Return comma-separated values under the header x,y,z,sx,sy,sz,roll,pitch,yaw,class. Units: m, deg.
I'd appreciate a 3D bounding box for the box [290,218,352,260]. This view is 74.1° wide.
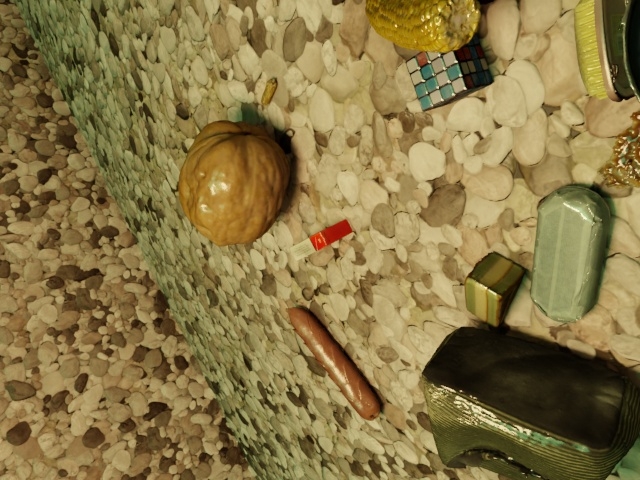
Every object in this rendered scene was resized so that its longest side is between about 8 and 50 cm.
x,y,z,sx,sy,sz,roll,pitch,yaw,class
0.000,0.000,1.120,0.152,0.100,0.048,-24,95,52,box

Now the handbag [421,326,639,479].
x,y,z,sx,sy,sz,roll,pitch,yaw,class
0.363,0.324,0.773,0.340,0.247,0.240,10,120,39,handbag

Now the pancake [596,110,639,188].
x,y,z,sx,sy,sz,roll,pitch,yaw,class
0.486,-0.114,0.532,0.244,0.057,0.266,-36,80,50,pancake

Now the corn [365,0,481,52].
x,y,z,sx,sy,sz,roll,pitch,yaw,class
0.145,-0.358,0.672,0.310,0.101,0.101,-110,22,-51,corn

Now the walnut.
x,y,z,sx,sy,sz,roll,pitch,yaw,class
-0.235,-0.142,1.158,0.306,0.306,0.344,37,133,30,walnut

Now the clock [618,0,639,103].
x,y,z,sx,sy,sz,roll,pitch,yaw,class
0.480,-0.227,0.412,0.312,0.061,0.312,8,104,34,clock

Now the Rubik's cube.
x,y,z,sx,sy,sz,roll,pitch,yaw,class
0.217,-0.284,0.716,0.092,0.092,0.092,-15,100,51,Rubik's cube

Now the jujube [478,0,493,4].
x,y,z,sx,sy,sz,roll,pitch,yaw,class
0.192,-0.452,0.597,0.168,0.168,0.236,-26,95,52,jujube

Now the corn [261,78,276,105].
x,y,z,sx,sy,sz,roll,pitch,yaw,class
-0.136,-0.390,1.110,0.028,0.027,0.083,38,140,-2,corn

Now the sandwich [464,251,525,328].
x,y,z,sx,sy,sz,roll,pitch,yaw,class
0.314,0.121,0.821,0.079,0.113,0.163,34,134,32,sandwich

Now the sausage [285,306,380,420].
x,y,z,sx,sy,sz,roll,pitch,yaw,class
0.034,0.364,1.307,0.433,0.088,0.088,48,139,17,sausage

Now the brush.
x,y,z,sx,sy,sz,roll,pitch,yaw,class
0.359,-0.336,0.554,0.067,0.072,0.313,8,116,62,brush

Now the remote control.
x,y,z,sx,sy,sz,roll,pitch,yaw,class
0.411,0.029,0.711,0.104,0.052,0.247,18,126,44,remote control
